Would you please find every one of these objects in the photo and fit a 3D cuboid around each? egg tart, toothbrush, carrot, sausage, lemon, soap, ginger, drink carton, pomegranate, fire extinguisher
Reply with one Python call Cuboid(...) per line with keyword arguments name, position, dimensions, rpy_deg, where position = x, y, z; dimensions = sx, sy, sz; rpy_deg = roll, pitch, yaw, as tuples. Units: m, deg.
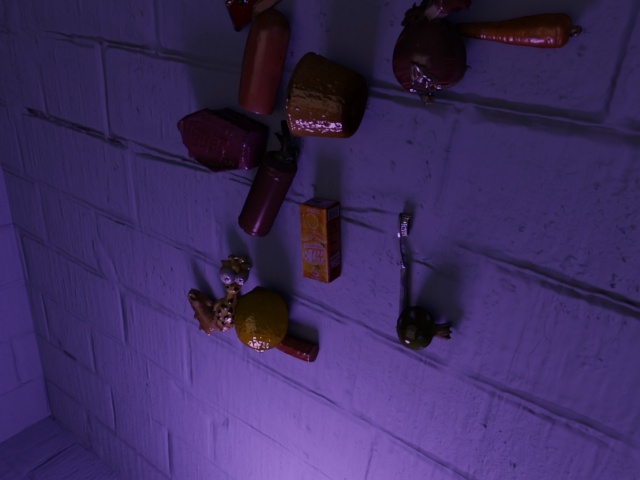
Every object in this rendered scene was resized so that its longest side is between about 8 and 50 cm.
Cuboid(name="egg tart", position=(0.018, -0.330, 1.177), dimensions=(0.147, 0.202, 0.203), rpy_deg=(19, 119, 21))
Cuboid(name="toothbrush", position=(0.216, 0.109, 1.301), dimensions=(0.037, 0.028, 0.375), rpy_deg=(8, 112, 27))
Cuboid(name="carrot", position=(0.366, -0.408, 0.964), dimensions=(0.256, 0.061, 0.061), rpy_deg=(18, 118, 34))
Cuboid(name="sausage", position=(-0.090, 0.339, 1.603), dimensions=(0.169, 0.065, 0.065), rpy_deg=(15, 116, 33))
Cuboid(name="lemon", position=(-0.187, 0.247, 1.562), dimensions=(0.180, 0.180, 0.193), rpy_deg=(17, 78, 32))
Cuboid(name="soap", position=(-0.300, -0.303, 1.483), dimensions=(0.289, 0.112, 0.182), rpy_deg=(31, 121, 25))
Cuboid(name="ginger", position=(-0.417, 0.269, 1.817), dimensions=(0.205, 0.081, 0.115), rpy_deg=(47, 143, 5))
Cuboid(name="drink carton", position=(0.000, 0.000, 1.396), dimensions=(0.096, 0.071, 0.223), rpy_deg=(12, 115, 33))
Cuboid(name="pomegranate", position=(0.263, 0.225, 1.267), dimensions=(0.142, 0.114, 0.115), rpy_deg=(3, 112, 10))
Cuboid(name="sausage", position=(-0.148, -0.467, 1.301), dimensions=(0.113, 0.113, 0.259), rpy_deg=(33, 125, 23))
Cuboid(name="fire extinguisher", position=(-0.146, -0.178, 1.426), dimensions=(0.147, 0.106, 0.337), rpy_deg=(59, 135, 36))

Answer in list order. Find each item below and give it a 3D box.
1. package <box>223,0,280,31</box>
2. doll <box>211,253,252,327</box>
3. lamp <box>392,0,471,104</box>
Cuboid(name="package", position=(-0.213, -0.711, 1.287), dimensions=(0.194, 0.071, 0.269), rpy_deg=(-19, 108, 43))
Cuboid(name="doll", position=(-0.301, 0.177, 1.689), dimensions=(0.117, 0.086, 0.291), rpy_deg=(10, 119, -10))
Cuboid(name="lamp", position=(0.217, -0.391, 1.002), dimensions=(0.223, 0.151, 0.215), rpy_deg=(66, 172, -14))
